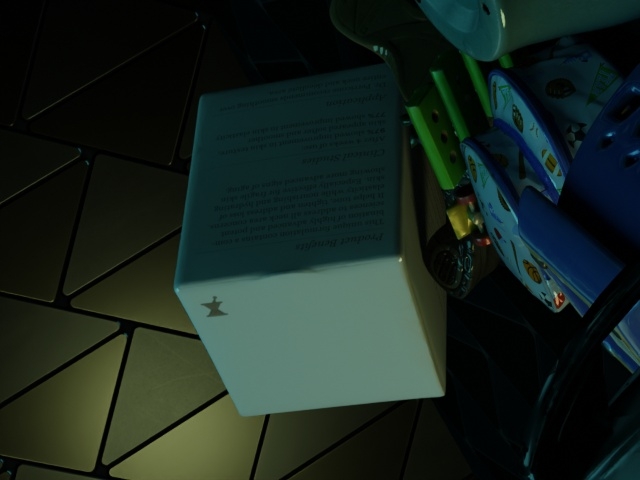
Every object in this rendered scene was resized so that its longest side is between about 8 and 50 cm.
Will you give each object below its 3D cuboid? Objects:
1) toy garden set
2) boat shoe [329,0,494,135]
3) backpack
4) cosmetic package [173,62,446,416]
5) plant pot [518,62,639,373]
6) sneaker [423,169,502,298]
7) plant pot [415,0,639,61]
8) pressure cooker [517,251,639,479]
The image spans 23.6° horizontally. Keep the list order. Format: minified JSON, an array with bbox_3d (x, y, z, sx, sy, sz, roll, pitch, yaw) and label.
[{"bbox_3d":[0.174,-0.134,1.718,0.049,0.244,0.204,-3,126,36],"label":"toy garden set"},{"bbox_3d":[0.148,-0.230,1.965,0.123,0.123,0.342,23,-164,-49],"label":"boat shoe"},{"bbox_3d":[0.261,-0.072,1.579,0.276,0.213,0.263,-137,28,-67],"label":"backpack"},{"bbox_3d":[0.000,0.000,2.279,0.327,0.329,0.394,69,-161,-47],"label":"cosmetic package"},{"bbox_3d":[0.311,0.011,1.238,0.236,0.212,0.236,48,-178,-33],"label":"plant pot"},{"bbox_3d":[0.231,-0.047,2.079,0.109,0.130,0.286,47,145,19],"label":"sneaker"},{"bbox_3d":[0.182,-0.270,1.140,0.272,0.255,0.272,55,171,14],"label":"plant pot"},{"bbox_3d":[0.341,0.148,0.884,0.420,0.370,0.375,47,148,-2],"label":"pressure cooker"}]
